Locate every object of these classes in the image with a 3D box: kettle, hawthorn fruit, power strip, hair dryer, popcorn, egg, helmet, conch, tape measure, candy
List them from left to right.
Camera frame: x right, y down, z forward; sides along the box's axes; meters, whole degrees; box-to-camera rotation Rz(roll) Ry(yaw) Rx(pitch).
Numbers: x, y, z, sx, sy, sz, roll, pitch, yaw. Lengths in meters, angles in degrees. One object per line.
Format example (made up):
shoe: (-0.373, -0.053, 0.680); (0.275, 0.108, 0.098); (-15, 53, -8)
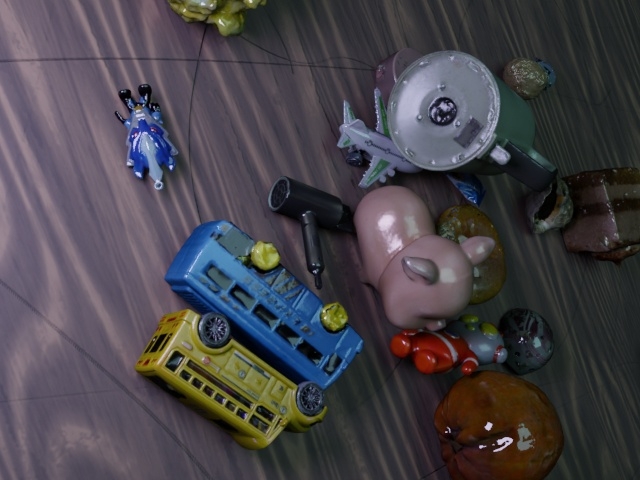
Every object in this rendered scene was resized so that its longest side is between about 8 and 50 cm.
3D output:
popcorn: (-0.202, -0.523, 1.304); (0.293, 0.237, 0.293); (14, 67, -37)
hair dryer: (0.000, 0.000, 1.389); (0.195, 0.078, 0.248); (19, 48, -33)
power strip: (0.209, -0.392, 1.680); (0.154, 0.078, 0.154); (9, 74, -35)
candy: (0.372, -0.152, 1.765); (0.136, 0.038, 0.088); (43, 46, -7)
kettle: (0.382, -0.240, 1.561); (0.361, 0.250, 0.377); (40, 20, 24)
hawthorn fruit: (0.408, 0.415, 1.497); (0.298, 0.277, 0.277); (-2, 80, -22)
egg: (0.585, -0.462, 1.956); (0.140, 0.116, 0.118); (32, 90, -26)
helmet: (0.541, 0.254, 1.754); (0.153, 0.107, 0.177); (43, 58, -18)
tape measure: (0.661, -0.498, 2.060); (0.094, 0.054, 0.091); (31, 60, -17)
conch: (0.631, -0.094, 1.883); (0.130, 0.207, 0.155); (20, 65, 17)

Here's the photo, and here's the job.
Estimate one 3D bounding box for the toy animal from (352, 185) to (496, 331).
toy animal: (0.193, 0.033, 1.444); (0.237, 0.269, 0.326); (-12, 82, -33)

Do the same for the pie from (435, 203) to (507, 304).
pie: (0.370, 0.032, 1.705); (0.273, 0.069, 0.273); (13, 67, -32)

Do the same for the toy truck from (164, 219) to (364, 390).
toy truck: (-0.098, 0.125, 1.281); (0.385, 0.161, 0.162); (42, 69, -22)

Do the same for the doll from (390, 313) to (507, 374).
doll: (0.312, 0.233, 1.543); (0.336, 0.200, 0.105); (-2, 110, -41)

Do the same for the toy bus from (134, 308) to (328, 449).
toy bus: (-0.152, 0.259, 1.210); (0.331, 0.145, 0.151); (40, 60, -20)

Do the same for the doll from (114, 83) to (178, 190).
doll: (-0.315, -0.184, 1.245); (0.096, 0.070, 0.195); (-15, 85, -8)

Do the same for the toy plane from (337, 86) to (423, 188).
toy plane: (0.134, -0.213, 1.567); (0.255, 0.101, 0.251); (25, 65, -34)

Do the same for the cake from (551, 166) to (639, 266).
cake: (0.815, -0.060, 1.989); (0.199, 0.196, 0.293); (-9, 89, -36)
